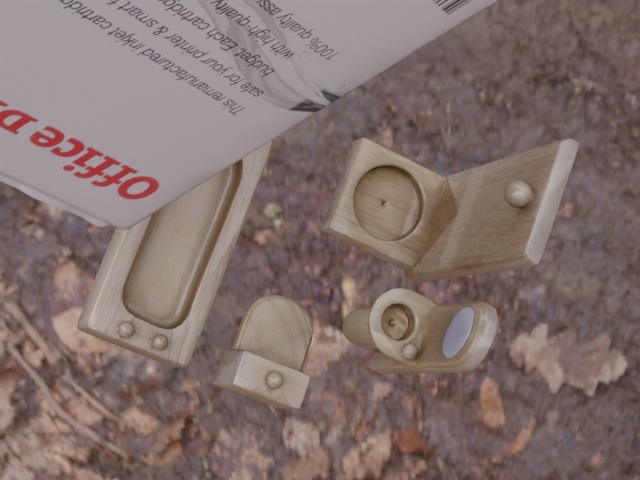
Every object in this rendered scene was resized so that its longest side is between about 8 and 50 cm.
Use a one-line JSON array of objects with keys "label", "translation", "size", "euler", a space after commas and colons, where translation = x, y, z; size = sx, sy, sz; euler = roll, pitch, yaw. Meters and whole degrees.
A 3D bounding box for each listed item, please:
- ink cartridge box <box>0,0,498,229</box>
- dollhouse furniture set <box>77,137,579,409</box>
[{"label": "ink cartridge box", "translation": [-0.033, -0.118, 0.424], "size": [0.237, 0.172, 0.100], "euler": [-30, 61, 20]}, {"label": "dollhouse furniture set", "translation": [0.000, 0.000, 0.598], "size": [0.151, 0.123, 0.144], "euler": [25, 77, -17]}]
